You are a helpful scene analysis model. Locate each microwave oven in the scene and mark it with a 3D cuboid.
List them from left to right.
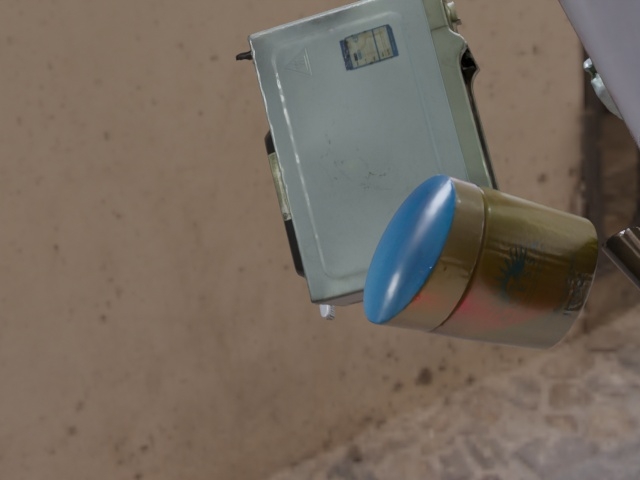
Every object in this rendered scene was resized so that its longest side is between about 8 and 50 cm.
[{"bbox_3d":[0.085,-0.114,1.812,0.286,0.355,0.218,-16,-6,12],"label":"microwave oven"}]

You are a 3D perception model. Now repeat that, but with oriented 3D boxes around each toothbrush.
[{"bbox_3d":[0.000,0.000,2.189,0.019,0.025,0.276,-24,56,28],"label":"toothbrush"}]

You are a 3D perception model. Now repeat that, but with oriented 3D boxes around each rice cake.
[{"bbox_3d":[0.436,-0.210,1.990,0.066,0.063,0.336,-18,-10,18],"label":"rice cake"}]

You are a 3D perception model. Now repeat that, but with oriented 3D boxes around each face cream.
[{"bbox_3d":[0.151,0.024,1.274,0.067,0.139,0.285,24,7,39],"label":"face cream"}]

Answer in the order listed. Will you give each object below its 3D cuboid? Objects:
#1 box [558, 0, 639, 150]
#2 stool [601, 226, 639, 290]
[{"bbox_3d":[0.237,-0.170,0.945,0.112,0.370,0.190,-26,3,37],"label":"box"},{"bbox_3d":[0.424,0.035,1.348,0.272,0.272,0.178,-13,62,-11],"label":"stool"}]
